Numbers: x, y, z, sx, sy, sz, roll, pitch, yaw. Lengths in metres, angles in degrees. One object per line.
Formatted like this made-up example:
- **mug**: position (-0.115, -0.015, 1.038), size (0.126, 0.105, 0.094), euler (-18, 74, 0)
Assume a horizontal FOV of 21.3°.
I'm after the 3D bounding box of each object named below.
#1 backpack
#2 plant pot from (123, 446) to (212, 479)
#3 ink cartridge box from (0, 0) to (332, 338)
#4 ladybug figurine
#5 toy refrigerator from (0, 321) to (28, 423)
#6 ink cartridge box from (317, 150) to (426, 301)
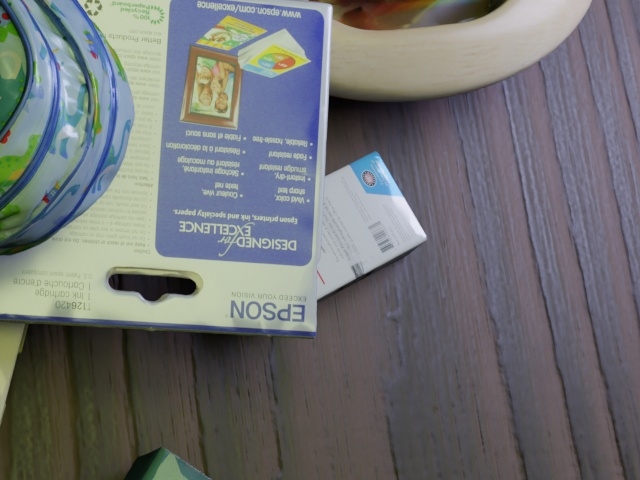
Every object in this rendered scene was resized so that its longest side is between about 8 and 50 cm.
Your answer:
- **backpack**: position (-0.321, -0.140, 1.354), size (0.355, 0.273, 0.290), euler (44, 91, -3)
- **plant pot**: position (-0.146, 0.326, 1.466), size (0.165, 0.166, 0.234), euler (36, 73, -5)
- **ink cartridge box**: position (-0.147, -0.073, 1.511), size (0.303, 0.072, 0.307), euler (5, 86, -16)
- **ladybug figurine**: position (0.071, -0.274, 1.719), size (0.449, 0.162, 0.305), euler (-4, 76, -19)
- **toy refrigerator**: position (-0.318, 0.135, 1.496), size (0.094, 0.102, 0.270), euler (16, 69, -14)
- **ink cartridge box**: position (0.000, 0.000, 1.667), size (0.180, 0.060, 0.104), euler (-27, 84, -24)
